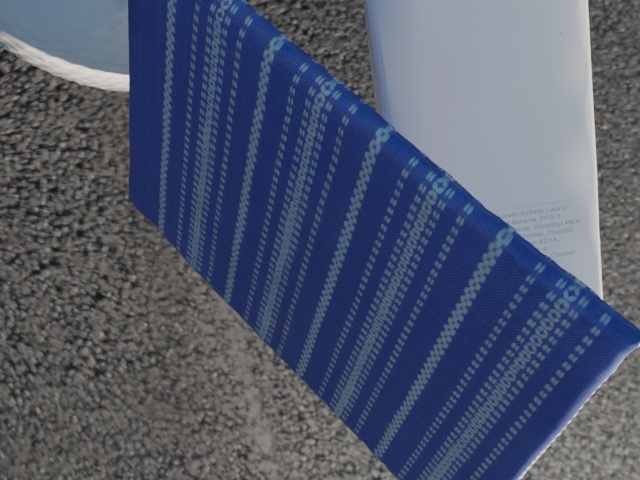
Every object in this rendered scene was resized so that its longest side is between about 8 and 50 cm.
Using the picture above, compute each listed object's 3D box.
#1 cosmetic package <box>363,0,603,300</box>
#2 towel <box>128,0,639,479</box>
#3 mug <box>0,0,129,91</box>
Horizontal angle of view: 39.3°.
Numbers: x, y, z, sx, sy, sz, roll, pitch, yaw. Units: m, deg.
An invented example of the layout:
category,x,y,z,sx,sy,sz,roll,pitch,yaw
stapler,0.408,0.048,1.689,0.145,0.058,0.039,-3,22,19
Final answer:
category,x,y,z,sx,sy,sz,roll,pitch,yaw
cosmetic package,0.123,-0.103,0.718,0.156,0.217,0.385,-6,114,5
towel,0.000,0.000,0.513,0.040,0.243,0.336,-35,67,-30
mug,-0.183,-0.326,0.809,0.276,0.328,0.374,34,94,-3
